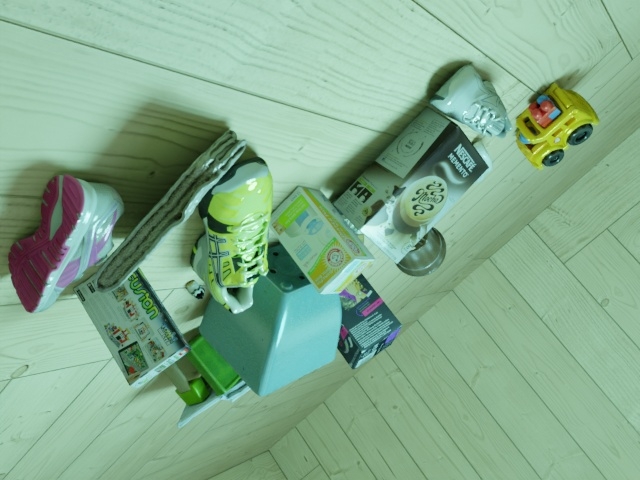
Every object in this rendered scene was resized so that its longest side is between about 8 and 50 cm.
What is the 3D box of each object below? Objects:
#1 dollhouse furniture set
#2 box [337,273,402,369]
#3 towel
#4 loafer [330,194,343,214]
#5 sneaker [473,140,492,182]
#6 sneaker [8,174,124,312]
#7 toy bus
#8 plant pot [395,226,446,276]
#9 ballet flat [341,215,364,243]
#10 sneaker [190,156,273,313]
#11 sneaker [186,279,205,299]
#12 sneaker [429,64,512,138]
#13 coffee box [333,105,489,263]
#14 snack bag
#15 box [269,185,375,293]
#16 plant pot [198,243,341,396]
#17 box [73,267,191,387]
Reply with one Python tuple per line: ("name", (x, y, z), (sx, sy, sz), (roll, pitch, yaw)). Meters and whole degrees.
("dollhouse furniture set", (-0.258, 0.274, 1.843), (0.197, 0.151, 0.301), (-27, -169, 45))
("box", (0.078, 0.195, 1.925), (0.143, 0.270, 0.165), (-30, 159, -20))
("towel", (-0.225, -0.047, 1.061), (0.282, 0.049, 0.187), (-43, -170, 21))
("loafer", (0.082, -0.092, 1.617), (0.061, 0.062, 0.170), (-2, -176, 38))
("sneaker", (0.412, -0.198, 1.915), (0.094, 0.080, 0.212), (-23, 161, -4))
("sneaker", (-0.360, 0.013, 0.999), (0.252, 0.103, 0.111), (-47, 157, 28))
("toy bus", (0.617, -0.319, 1.903), (0.211, 0.149, 0.220), (8, 136, -46))
("plant pot", (0.270, 0.005, 2.012), (0.167, 0.167, 0.165), (-39, 154, 5))
("ballet flat", (0.063, -0.028, 1.690), (0.073, 0.080, 0.232), (-58, 157, 12))
("sneaker", (-0.140, -0.005, 1.276), (0.145, 0.147, 0.385), (-25, 157, -26))
("sneaker", (-0.266, 0.116, 1.500), (0.032, 0.037, 0.083), (-38, 162, -4))
("sneaker", (0.338, -0.288, 1.482), (0.111, 0.129, 0.297), (-46, 158, 29))
("coffee box", (0.199, -0.119, 1.507), (0.297, 0.119, 0.168), (-47, 134, 5))
("snack bag", (-0.228, 0.364, 1.877), (0.342, 0.037, 0.323), (-34, -172, 4))
("box", (0.000, 0.000, 1.441), (0.114, 0.203, 0.103), (-44, 160, 19))
("plant pot", (-0.096, 0.151, 1.590), (0.247, 0.248, 0.252), (-19, 138, -41))
("box", (-0.323, 0.134, 1.183), (0.114, 0.207, 0.036), (-35, 161, -6))
